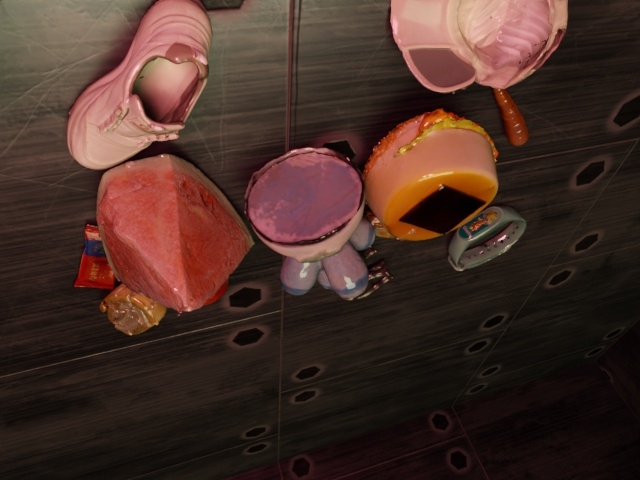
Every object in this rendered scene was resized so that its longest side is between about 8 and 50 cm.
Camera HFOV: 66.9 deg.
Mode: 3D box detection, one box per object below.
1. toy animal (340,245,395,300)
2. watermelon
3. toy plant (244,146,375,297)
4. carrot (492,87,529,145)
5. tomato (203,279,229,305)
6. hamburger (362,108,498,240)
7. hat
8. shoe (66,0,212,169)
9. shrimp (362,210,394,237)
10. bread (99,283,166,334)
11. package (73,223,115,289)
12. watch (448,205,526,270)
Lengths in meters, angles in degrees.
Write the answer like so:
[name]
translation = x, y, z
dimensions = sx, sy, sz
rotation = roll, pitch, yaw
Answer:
[toy animal]
translation = 0.108, 0.096, 1.279
dimensions = 0.146, 0.115, 0.245
rotation = -30, 142, 8
[watermelon]
translation = -0.238, -0.014, 0.879
dimensions = 0.250, 0.292, 0.283
rotation = -43, 149, -29
[toy plant]
translation = 0.000, 0.000, 1.017
dimensions = 0.246, 0.247, 0.332
rotation = -22, 144, -2
[carrot]
translation = 0.408, -0.277, 1.048
dimensions = 0.048, 0.048, 0.216
rotation = -34, 137, 14
[tomato]
translation = -0.300, 0.111, 1.113
dimensions = 0.174, 0.082, 0.166
rotation = -24, 144, -3
[hamburger]
translation = 0.226, -0.133, 1.014
dimensions = 0.275, 0.179, 0.294
rotation = 11, 139, -35
[hat]
translation = 0.249, -0.366, 0.779
dimensions = 0.274, 0.161, 0.232
rotation = 9, 140, -2
[shoe]
translation = -0.260, -0.190, 0.709
dimensions = 0.124, 0.159, 0.316
rotation = 21, 122, -44
[shrimp]
translation = 0.159, -0.044, 1.175
dimensions = 0.216, 0.051, 0.115
rotation = 9, 150, -28
[bread]
translation = -0.417, 0.153, 1.073
dimensions = 0.156, 0.064, 0.117
rotation = -33, 106, 36
[package]
translation = -0.452, 0.039, 0.997
dimensions = 0.083, 0.022, 0.200
rotation = 5, 136, -32
[watch]
translation = 0.469, -0.007, 1.388
dimensions = 0.237, 0.068, 0.195
rotation = -35, 144, 9
